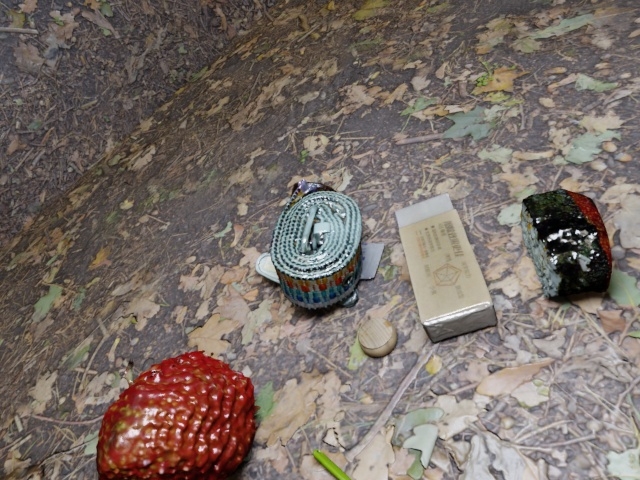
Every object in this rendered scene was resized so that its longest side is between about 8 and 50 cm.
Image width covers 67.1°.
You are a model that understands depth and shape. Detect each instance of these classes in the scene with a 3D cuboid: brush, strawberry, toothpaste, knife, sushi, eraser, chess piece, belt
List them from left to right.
[{"bbox_3d":[-0.273,0.330,0.910,0.292,0.343,0.292,-6,61,11],"label":"strawberry"},{"bbox_3d":[-0.031,0.102,1.197,0.296,0.060,0.068,20,79,28],"label":"brush"},{"bbox_3d":[0.000,0.000,1.119,0.206,0.161,0.295,8,52,17],"label":"belt"},{"bbox_3d":[0.015,0.042,1.220,0.282,0.068,0.099,4,80,26],"label":"toothpaste"},{"bbox_3d":[0.050,0.427,0.856,0.184,0.022,0.026,24,91,42],"label":"knife"},{"bbox_3d":[0.120,0.203,1.014,0.083,0.038,0.084,-18,41,17],"label":"chess piece"},{"bbox_3d":[0.260,0.045,1.047,0.144,0.078,0.344,-19,42,14],"label":"eraser"},{"bbox_3d":[0.463,-0.001,0.924,0.126,0.136,0.225,-5,43,16],"label":"sushi"}]

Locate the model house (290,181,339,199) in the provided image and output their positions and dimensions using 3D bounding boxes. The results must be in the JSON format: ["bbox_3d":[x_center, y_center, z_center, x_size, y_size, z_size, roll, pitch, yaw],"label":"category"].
[{"bbox_3d":[-0.016,-0.112,1.365,0.165,0.106,0.152,8,32,-8],"label":"model house"}]
